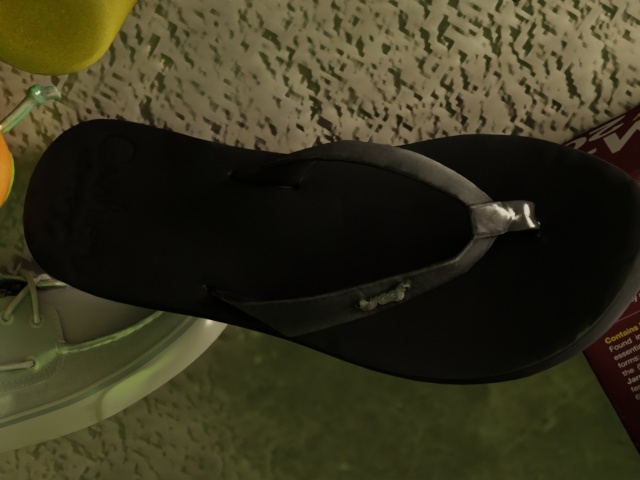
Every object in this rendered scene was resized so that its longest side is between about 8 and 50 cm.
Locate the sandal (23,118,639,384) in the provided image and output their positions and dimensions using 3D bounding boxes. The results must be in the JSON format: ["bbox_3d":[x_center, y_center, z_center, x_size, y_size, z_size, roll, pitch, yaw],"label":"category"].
[{"bbox_3d":[-0.001,0.001,0.611,0.254,0.054,0.097,3,77,15],"label":"sandal"}]

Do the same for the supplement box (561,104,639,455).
[{"bbox_3d":[0.189,0.051,0.683,0.130,0.073,0.239,-26,114,11],"label":"supplement box"}]

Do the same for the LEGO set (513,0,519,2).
[{"bbox_3d":[0.094,-0.180,0.471,0.331,0.255,0.192,-6,88,-11],"label":"LEGO set"}]

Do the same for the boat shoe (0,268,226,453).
[{"bbox_3d":[-0.131,0.046,0.684,0.184,0.066,0.063,-19,116,18],"label":"boat shoe"}]

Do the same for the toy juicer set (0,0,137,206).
[{"bbox_3d":[-0.242,-0.112,0.600,0.329,0.089,0.209,23,131,-15],"label":"toy juicer set"}]
